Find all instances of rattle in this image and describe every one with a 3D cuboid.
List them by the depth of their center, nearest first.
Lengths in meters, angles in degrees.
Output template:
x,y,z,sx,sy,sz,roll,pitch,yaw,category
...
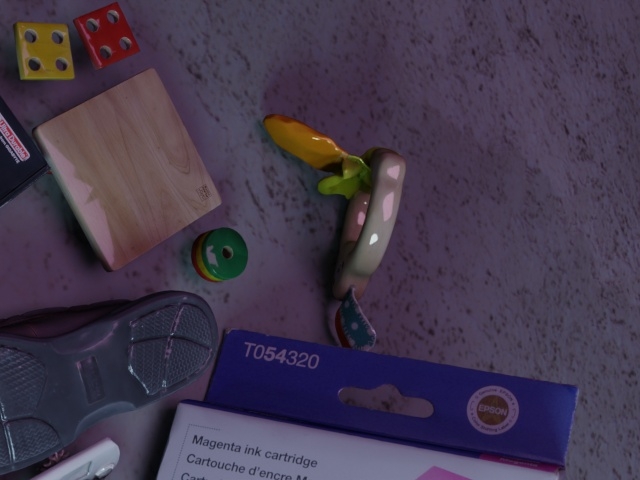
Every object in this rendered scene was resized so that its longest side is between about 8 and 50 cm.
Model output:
x,y,z,sx,sy,sz,roll,pitch,yaw,category
0.000,0.000,1.253,0.142,0.130,0.200,15,98,-26,rattle

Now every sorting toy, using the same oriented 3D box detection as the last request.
x,y,z,sx,sy,sz,roll,pitch,yaw,category
-0.173,-0.066,1.132,0.132,0.046,0.274,-36,105,-39,sorting toy

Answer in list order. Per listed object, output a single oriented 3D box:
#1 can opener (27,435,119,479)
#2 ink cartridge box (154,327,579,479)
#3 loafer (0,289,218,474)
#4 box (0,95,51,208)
x,y,z,sx,sy,sz,roll,pitch,yaw,category
-0.248,0.227,0.977,0.280,0.074,0.093,-23,59,-38,can opener
0.019,0.233,1.071,0.071,0.324,0.330,63,38,-62,ink cartridge box
-0.223,0.106,1.037,0.302,0.095,0.109,-15,104,-37,loafer
-0.332,-0.092,0.999,0.175,0.051,0.220,-44,109,-37,box
